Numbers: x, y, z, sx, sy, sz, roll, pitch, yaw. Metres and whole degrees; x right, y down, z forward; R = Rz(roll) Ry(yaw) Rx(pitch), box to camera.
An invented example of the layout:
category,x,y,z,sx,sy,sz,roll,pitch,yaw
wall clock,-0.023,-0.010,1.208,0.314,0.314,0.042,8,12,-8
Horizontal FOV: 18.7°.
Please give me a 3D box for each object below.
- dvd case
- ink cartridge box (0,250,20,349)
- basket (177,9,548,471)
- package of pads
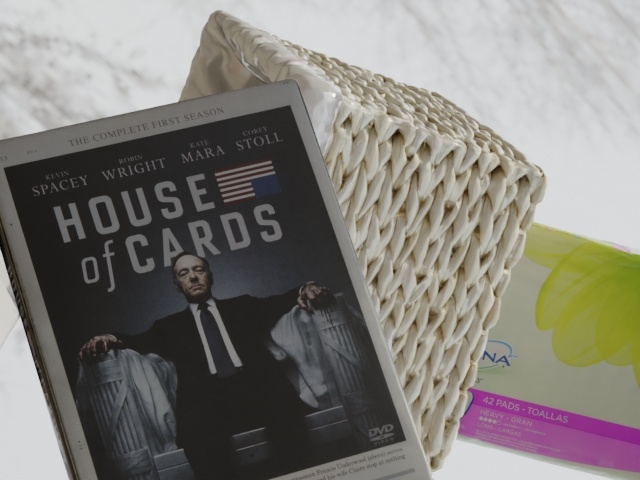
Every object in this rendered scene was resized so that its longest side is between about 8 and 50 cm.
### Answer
category,x,y,z,sx,sy,sz,roll,pitch,yaw
dvd case,-0.060,0.043,1.002,0.029,0.179,0.239,126,-52,-66
ink cartridge box,-0.312,-0.001,1.388,0.117,0.207,0.283,-26,-165,12
basket,0.000,0.000,1.794,0.331,0.266,0.328,-134,-119,-66
package of pads,0.254,0.108,1.912,0.101,0.296,0.229,19,83,-84
